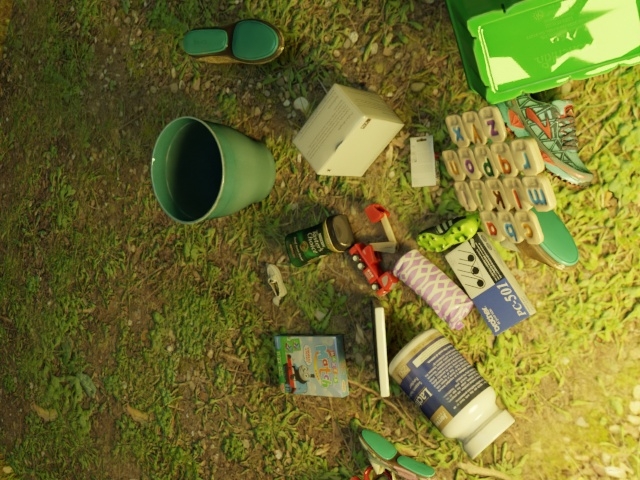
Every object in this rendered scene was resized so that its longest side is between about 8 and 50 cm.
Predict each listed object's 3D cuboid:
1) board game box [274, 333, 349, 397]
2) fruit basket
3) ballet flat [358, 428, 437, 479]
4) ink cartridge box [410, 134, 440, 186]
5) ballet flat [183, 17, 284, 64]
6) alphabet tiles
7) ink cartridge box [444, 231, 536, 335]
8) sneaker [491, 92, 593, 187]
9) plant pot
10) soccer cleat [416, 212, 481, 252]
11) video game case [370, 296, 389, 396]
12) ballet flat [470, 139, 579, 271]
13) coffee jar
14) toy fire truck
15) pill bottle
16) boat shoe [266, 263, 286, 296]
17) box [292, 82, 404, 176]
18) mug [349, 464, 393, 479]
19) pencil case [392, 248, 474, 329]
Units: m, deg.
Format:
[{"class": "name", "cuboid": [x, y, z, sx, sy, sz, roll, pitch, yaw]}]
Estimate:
[{"class": "board game box", "cuboid": [-0.026, 0.331, 1.724, 0.211, 0.039, 0.160, -7, 90, 36]}, {"class": "fruit basket", "cuboid": [0.427, -0.455, 1.208, 0.391, 0.392, 0.283, 0, 128, 37]}, {"class": "ballet flat", "cuboid": [0.179, 0.548, 1.573, 0.221, 0.076, 0.079, 23, 112, 29]}, {"class": "ink cartridge box", "cuboid": [0.241, -0.181, 1.486, 0.062, 0.029, 0.115, -1, 92, 37]}, {"class": "ballet flat", "cuboid": [-0.215, -0.529, 1.743, 0.348, 0.123, 0.123, 9, 100, 32]}, {"class": "alphabet tiles", "cuboid": [0.338, -0.124, 1.251, 0.278, 0.021, 0.284, 67, 162, -11]}, {"class": "ink cartridge box", "cuboid": [0.369, 0.093, 1.405, 0.097, 0.046, 0.207, -41, 71, 33]}, {"class": "sneaker", "cuboid": [0.457, -0.221, 1.276, 0.125, 0.104, 0.262, -47, 67, 28]}, {"class": "plant pot", "cuboid": [-0.267, -0.184, 1.723, 0.271, 0.255, 0.272, 3, 96, 36]}, {"class": "soccer cleat", "cuboid": [0.289, -0.018, 1.450, 0.060, 0.072, 0.179, 55, 147, -11]}, {"class": "video game case", "cuboid": [0.139, 0.245, 1.519, 0.023, 0.183, 0.202, -4, 92, 1]}, {"class": "ballet flat", "cuboid": [0.397, -0.061, 1.342, 0.342, 0.116, 0.124, 58, 143, 18]}, {"class": "coffee jar", "cuboid": [0.000, 0.000, 1.650, 0.184, 0.079, 0.096, -23, 81, 35]}, {"class": "toy fire truck", "cuboid": [0.143, 0.022, 1.565, 0.135, 0.047, 0.192, -43, 70, 29]}, {"class": "pill bottle", "cuboid": [0.287, 0.335, 1.420, 0.265, 0.153, 0.153, 47, 119, 24]}, {"class": "boat shoe", "cuboid": [-0.128, 0.111, 1.782, 0.035, 0.035, 0.100, -31, 76, 35]}, {"class": "box", "cuboid": [0.066, -0.254, 1.515, 0.181, 0.181, 0.119, -49, 64, 29]}, {"class": "mug", "cuboid": [0.143, 0.651, 1.586, 0.169, 0.113, 0.150, 14, 104, 32]}, {"class": "pencil case", "cuboid": [0.253, 0.109, 1.469, 0.206, 0.086, 0.088, 45, 144, 26]}]
